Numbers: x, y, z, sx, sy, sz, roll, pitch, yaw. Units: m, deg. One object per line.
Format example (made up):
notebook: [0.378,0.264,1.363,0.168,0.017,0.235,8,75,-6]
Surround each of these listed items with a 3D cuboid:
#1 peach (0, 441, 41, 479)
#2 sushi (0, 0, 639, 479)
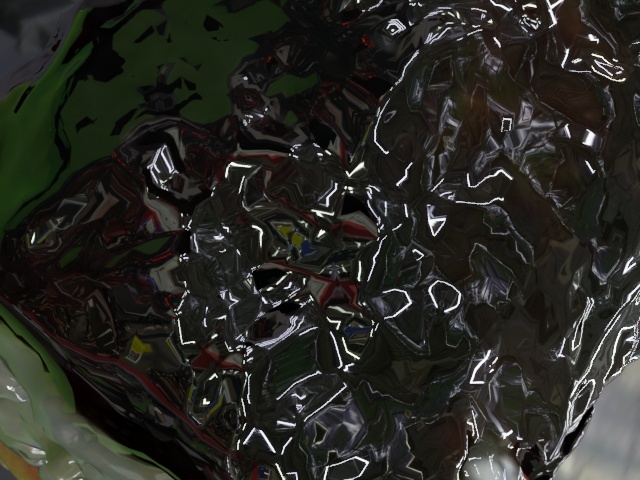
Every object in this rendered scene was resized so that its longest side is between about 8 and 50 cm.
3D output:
peach: [-0.104,0.067,0.919,0.256,0.232,0.232,-58,153,-9]
sushi: [0.000,-0.003,0.572,0.294,0.281,0.299,-48,-166,-15]
